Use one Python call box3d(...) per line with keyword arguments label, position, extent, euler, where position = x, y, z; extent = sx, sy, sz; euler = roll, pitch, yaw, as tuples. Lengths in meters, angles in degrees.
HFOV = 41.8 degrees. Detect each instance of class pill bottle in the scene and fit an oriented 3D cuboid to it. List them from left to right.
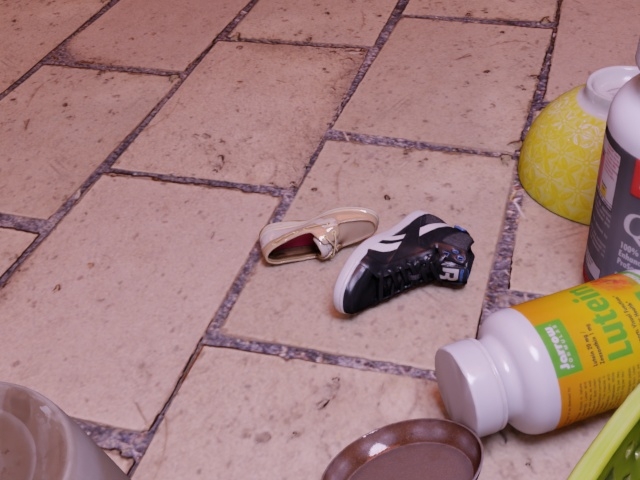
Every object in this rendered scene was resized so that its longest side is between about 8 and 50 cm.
box3d(label="pill bottle", position=(0.255, 0.127, 0.900), extent=(0.246, 0.136, 0.136), euler=(-16, 39, -13))
box3d(label="pill bottle", position=(0.424, -0.073, 0.950), extent=(0.210, 0.362, 0.210), euler=(-4, 38, 3))

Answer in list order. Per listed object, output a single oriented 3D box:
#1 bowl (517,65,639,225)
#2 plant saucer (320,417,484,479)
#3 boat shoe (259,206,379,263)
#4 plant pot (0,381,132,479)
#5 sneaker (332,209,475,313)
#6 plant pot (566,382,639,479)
box3d(label="bowl", position=(0.440, -0.162, 1.230), extent=(0.290, 0.156, 0.289), euler=(-4, 38, 3))
box3d(label="plant saucer", position=(0.082, 0.236, 0.830), extent=(0.169, 0.029, 0.168), euler=(-16, 18, 6))
box3d(label="boat shoe", position=(0.000, 0.000, 1.156), extent=(0.170, 0.063, 0.059), euler=(-13, 41, 5))
box3d(label="plant pot", position=(-0.255, 0.274, 0.660), extent=(0.323, 0.280, 0.323), euler=(-4, 39, 3))
box3d(label="sneaker", position=(0.122, 0.035, 1.076), extent=(0.121, 0.079, 0.217), euler=(22, 44, 33))
box3d(label="plant pot", position=(0.299, 0.279, 0.646), extent=(0.227, 0.207, 0.228), euler=(25, 48, 33))
